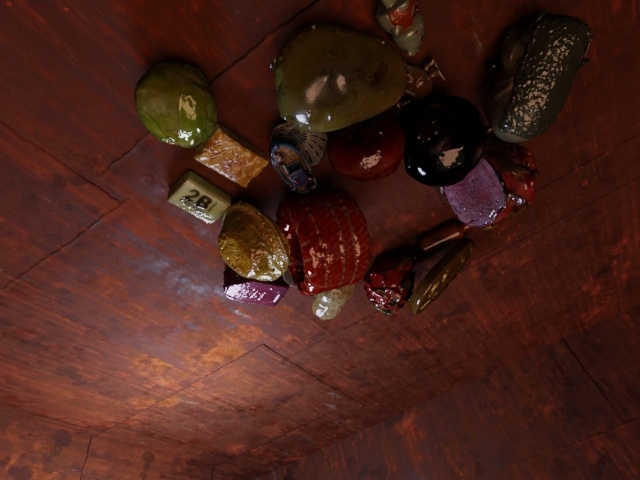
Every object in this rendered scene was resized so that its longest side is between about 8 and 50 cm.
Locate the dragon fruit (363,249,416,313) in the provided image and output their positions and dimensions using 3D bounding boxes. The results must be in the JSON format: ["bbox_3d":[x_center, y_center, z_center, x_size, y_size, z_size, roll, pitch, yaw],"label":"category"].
[{"bbox_3d":[0.308,0.160,1.700,0.234,0.234,0.293,35,96,-37],"label":"dragon fruit"}]

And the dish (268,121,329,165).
[{"bbox_3d":[-0.071,-0.306,1.247,0.191,0.066,0.190,-9,139,-8],"label":"dish"}]

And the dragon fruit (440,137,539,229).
[{"bbox_3d":[0.612,-0.193,1.396,0.263,0.314,0.296,-17,145,-21],"label":"dragon fruit"}]

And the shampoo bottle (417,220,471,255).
[{"bbox_3d":[0.517,-0.027,1.653,0.244,0.085,0.085,-30,132,12],"label":"shampoo bottle"}]

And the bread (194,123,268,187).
[{"bbox_3d":[-0.268,-0.255,1.243,0.188,0.068,0.125,30,119,-35],"label":"bread"}]

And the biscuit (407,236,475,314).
[{"bbox_3d":[0.507,0.160,1.690,0.394,0.070,0.350,-43,155,-18],"label":"biscuit"}]

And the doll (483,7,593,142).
[{"bbox_3d":[0.599,-0.464,1.173,0.248,0.247,0.349,1,135,-15],"label":"doll"}]

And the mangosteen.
[{"bbox_3d":[0.363,-0.285,1.228,0.233,0.287,0.287,-12,134,7],"label":"mangosteen"}]

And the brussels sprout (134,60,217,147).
[{"bbox_3d":[-0.373,-0.350,1.064,0.223,0.161,0.223,-6,126,-9],"label":"brussels sprout"}]

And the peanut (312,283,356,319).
[{"bbox_3d":[0.047,0.220,1.717,0.159,0.143,0.291,-8,138,-41],"label":"peanut"}]

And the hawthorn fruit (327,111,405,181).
[{"bbox_3d":[0.154,-0.279,1.251,0.230,0.210,0.266,-15,170,23],"label":"hawthorn fruit"}]

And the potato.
[{"bbox_3d":[0.052,-0.432,1.065,0.359,0.219,0.269,-18,129,-12],"label":"potato"}]

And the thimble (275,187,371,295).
[{"bbox_3d":[0.000,0.000,1.367,0.231,0.350,0.350,-15,135,-18],"label":"thimble"}]

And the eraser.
[{"bbox_3d":[-0.392,-0.136,1.330,0.117,0.058,0.172,-39,130,22],"label":"eraser"}]

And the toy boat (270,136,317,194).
[{"bbox_3d":[-0.084,-0.214,1.222,0.100,0.097,0.223,-28,139,10],"label":"toy boat"}]

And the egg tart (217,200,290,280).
[{"bbox_3d":[-0.244,0.021,1.357,0.128,0.319,0.318,-37,150,-41],"label":"egg tart"}]

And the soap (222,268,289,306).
[{"bbox_3d":[-0.270,0.178,1.634,0.250,0.099,0.162,14,134,-25],"label":"soap"}]

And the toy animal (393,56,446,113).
[{"bbox_3d":[0.260,-0.454,1.188,0.179,0.089,0.188,-33,144,33],"label":"toy animal"}]

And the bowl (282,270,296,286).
[{"bbox_3d":[-0.063,0.095,1.613,0.189,0.086,0.189,-8,132,-9],"label":"bowl"}]

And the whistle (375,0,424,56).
[{"bbox_3d":[0.200,-0.579,1.039,0.106,0.101,0.253,-29,137,24],"label":"whistle"}]
